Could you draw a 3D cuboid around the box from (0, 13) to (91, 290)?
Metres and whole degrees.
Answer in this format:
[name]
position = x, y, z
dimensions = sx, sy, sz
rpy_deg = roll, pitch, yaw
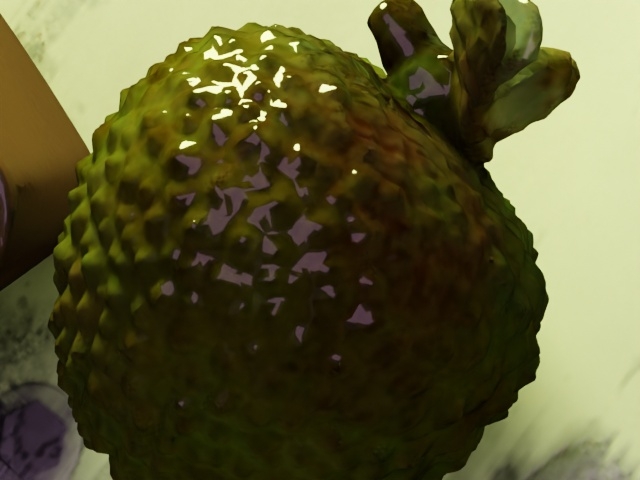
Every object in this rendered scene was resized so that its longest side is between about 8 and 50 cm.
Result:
[box]
position = -0.328, -0.019, 1.077
dimensions = 0.339, 0.229, 0.239
rpy_deg = -33, 89, 10

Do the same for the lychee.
[lychee]
position = -0.007, 0.009, 0.972
dimensions = 0.270, 0.270, 0.320
rpy_deg = 22, 83, 22
